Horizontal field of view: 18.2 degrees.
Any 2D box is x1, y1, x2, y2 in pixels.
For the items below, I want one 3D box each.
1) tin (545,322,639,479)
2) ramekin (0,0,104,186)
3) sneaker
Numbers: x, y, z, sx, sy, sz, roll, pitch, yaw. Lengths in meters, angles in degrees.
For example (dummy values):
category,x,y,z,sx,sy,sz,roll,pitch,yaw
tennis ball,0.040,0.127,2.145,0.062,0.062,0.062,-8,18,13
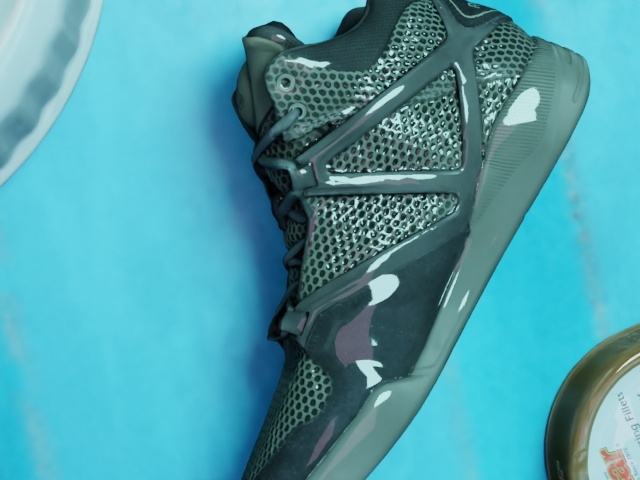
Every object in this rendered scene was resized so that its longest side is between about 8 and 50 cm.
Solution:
category,x,y,z,sx,sy,sz,roll,pitch,yaw
tin,0.186,0.069,0.838,0.190,0.040,0.106,-25,93,-8
ramekin,-0.205,-0.117,0.711,0.273,0.127,0.273,0,93,-10
sneaker,0.000,0.000,0.777,0.130,0.087,0.227,28,85,-9
